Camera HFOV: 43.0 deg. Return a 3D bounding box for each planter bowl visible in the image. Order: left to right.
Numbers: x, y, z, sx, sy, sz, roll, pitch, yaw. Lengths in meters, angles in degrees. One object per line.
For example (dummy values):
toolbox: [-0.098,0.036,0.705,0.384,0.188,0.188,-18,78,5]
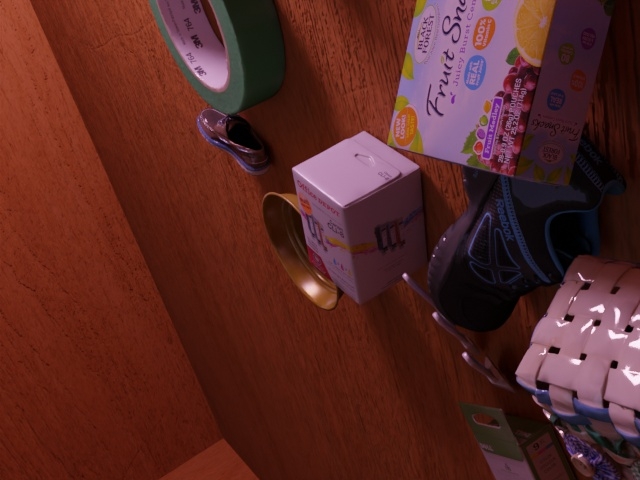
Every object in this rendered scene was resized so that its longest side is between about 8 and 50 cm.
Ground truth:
planter bowl: [0.000,0.000,1.333,0.217,0.090,0.217,48,156,30]

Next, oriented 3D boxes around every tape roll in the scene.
tape roll: [-0.176,-0.360,1.287,0.321,0.077,0.321,48,155,30]

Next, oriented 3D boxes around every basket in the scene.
basket: [0.324,0.143,0.679,0.289,0.201,0.255,31,171,-24]

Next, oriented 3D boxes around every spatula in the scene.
spatula: [0.181,0.122,1.043,0.168,0.019,0.242,55,-173,26]

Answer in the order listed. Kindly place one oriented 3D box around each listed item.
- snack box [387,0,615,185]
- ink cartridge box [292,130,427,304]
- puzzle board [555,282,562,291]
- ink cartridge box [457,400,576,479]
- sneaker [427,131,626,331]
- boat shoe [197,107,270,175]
snack box: [0.150,-0.164,0.687,0.174,0.070,0.207,27,107,56]
ink cartridge box: [0.056,-0.033,1.114,0.128,0.127,0.176,39,150,43]
puzzle board: [0.311,0.098,0.872,0.128,0.011,0.096,21,135,58]
ink cartridge box: [0.283,0.303,1.126,0.209,0.062,0.109,63,159,-7]
sneaker: [0.204,0.013,0.846,0.139,0.125,0.340,46,156,29]
boat shoe: [-0.156,-0.197,1.481,0.183,0.066,0.066,39,147,23]
